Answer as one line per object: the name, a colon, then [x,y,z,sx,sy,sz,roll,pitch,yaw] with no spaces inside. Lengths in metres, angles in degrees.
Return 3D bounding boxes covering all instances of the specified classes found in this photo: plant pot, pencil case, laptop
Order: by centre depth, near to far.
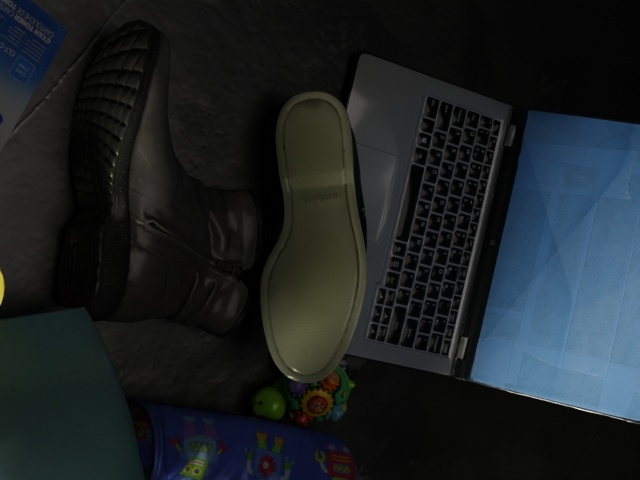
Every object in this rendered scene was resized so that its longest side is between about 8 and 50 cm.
plant pot: [-0.294,0.192,1.202,0.166,0.166,0.234,-8,90,-32]
pencil case: [-0.099,0.272,1.357,0.306,0.119,0.133,17,64,-32]
laptop: [0.225,-0.005,1.456,0.408,0.236,0.381,15,86,-29]

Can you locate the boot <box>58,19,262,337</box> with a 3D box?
boot: [-0.164,-0.063,1.305,0.223,0.118,0.338,6,98,-40]

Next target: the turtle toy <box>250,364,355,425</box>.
turtle toy: [-0.021,0.190,1.422,0.130,0.066,0.095,-10,114,-1]

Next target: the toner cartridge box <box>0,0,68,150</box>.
toner cartridge box: [-0.417,-0.230,1.085,0.348,0.075,0.165,37,76,-44]

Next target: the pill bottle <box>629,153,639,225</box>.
pill bottle: [0.509,-0.039,1.671,0.363,0.210,0.210,8,90,-33]

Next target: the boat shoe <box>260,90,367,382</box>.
boat shoe: [-0.004,0.000,1.388,0.127,0.113,0.340,-5,82,9]

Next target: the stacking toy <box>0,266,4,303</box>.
stacking toy: [-0.493,0.063,1.119,0.309,0.130,0.279,15,113,-30]
